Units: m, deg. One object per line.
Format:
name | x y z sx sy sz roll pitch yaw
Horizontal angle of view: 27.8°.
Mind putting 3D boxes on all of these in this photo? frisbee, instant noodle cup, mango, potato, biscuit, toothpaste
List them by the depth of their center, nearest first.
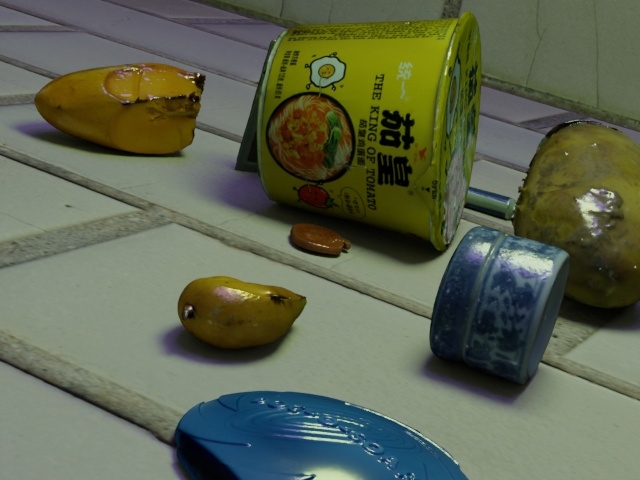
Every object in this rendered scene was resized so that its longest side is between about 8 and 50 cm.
frisbee | 0.005 0.165 1.027 0.242 0.045 0.242 11 15 -3
mango | -0.075 0.067 1.266 0.101 0.066 0.187 12 8 26
biscuit | 0.000 0.000 1.646 0.078 0.015 0.091 13 16 -6
potato | 0.353 -0.016 1.667 0.229 0.229 0.266 12 21 -4
instant noodle cup | 0.069 -0.159 1.761 0.254 0.325 0.325 8 14 14
mango | -0.292 -0.196 1.900 0.252 0.126 0.154 -1 31 -21
toothpaste | 0.234 -0.069 2.049 0.197 0.034 0.057 18 0 22

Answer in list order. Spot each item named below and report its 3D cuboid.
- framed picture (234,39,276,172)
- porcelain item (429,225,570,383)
framed picture | 0.023 -0.185 1.948 0.273 0.216 0.016 7 29 -23
porcelain item | 0.181 0.064 1.328 0.114 0.147 0.147 17 16 17
